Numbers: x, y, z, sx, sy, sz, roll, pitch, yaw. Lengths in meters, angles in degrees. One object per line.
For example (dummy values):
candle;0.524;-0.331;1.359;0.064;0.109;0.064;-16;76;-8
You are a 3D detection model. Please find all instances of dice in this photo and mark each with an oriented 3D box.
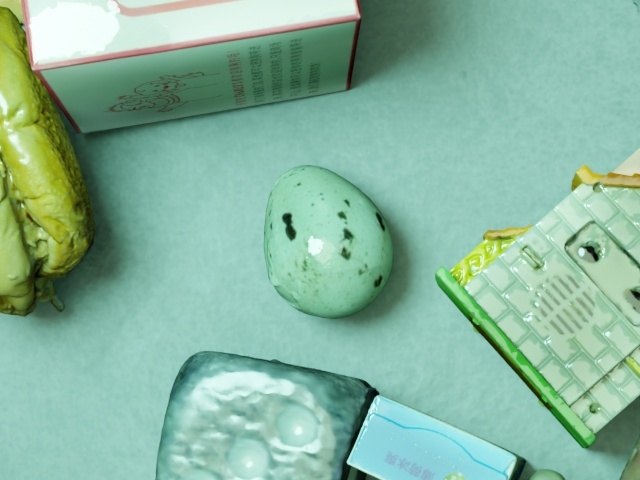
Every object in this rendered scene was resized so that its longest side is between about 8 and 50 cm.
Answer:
dice;-0.050;0.206;1.492;0.183;0.181;0.182;11;85;10

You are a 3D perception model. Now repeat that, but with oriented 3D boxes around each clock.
clock;0.278;0.038;1.502;0.255;0.106;0.220;-40;79;-2

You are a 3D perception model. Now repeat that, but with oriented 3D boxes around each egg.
egg;0.000;0.000;1.539;0.131;0.131;0.164;-34;62;4

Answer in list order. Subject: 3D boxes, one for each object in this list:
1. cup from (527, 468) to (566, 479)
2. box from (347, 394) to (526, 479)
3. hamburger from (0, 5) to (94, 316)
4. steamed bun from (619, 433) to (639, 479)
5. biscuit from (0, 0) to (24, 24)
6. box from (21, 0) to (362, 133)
cup;0.205;0.333;1.339;0.173;0.202;0.255;23;52;22
box;0.113;0.208;1.456;0.139;0.194;0.073;23;85;13
hamburger;-0.331;-0.071;1.531;0.170;0.290;0.314;-21;89;-10
steamed bun;0.423;0.267;1.397;0.301;0.199;0.251;19;73;33
biscuit;-0.289;-0.305;1.676;0.250;0.030;0.160;11;85;11
box;-0.130;-0.292;1.484;0.312;0.314;0.300;-10;83;-2
